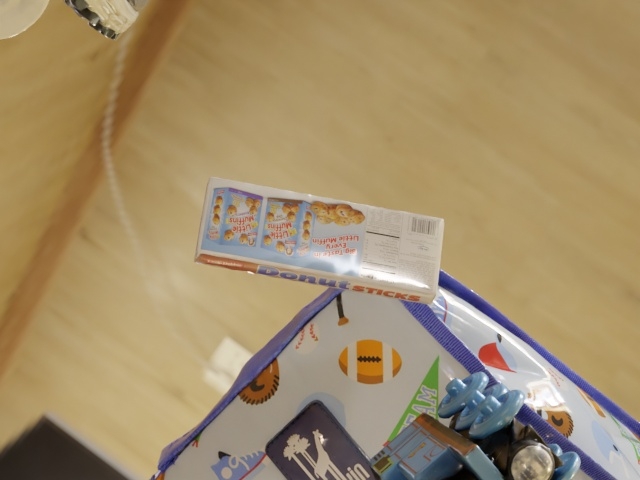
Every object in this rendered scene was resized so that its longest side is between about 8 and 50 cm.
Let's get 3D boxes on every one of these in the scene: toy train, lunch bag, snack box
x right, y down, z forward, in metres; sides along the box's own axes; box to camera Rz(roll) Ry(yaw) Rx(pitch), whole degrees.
[{"bbox_3d":[0.095,0.146,1.099,0.105,0.080,0.184,-42,-173,-4],"label":"toy train"},{"bbox_3d":[0.083,0.225,1.520,0.328,0.385,0.239,-45,-162,15],"label":"lunch bag"},{"bbox_3d":[0.000,0.000,1.275,0.022,0.178,0.064,111,-12,-64],"label":"snack box"}]

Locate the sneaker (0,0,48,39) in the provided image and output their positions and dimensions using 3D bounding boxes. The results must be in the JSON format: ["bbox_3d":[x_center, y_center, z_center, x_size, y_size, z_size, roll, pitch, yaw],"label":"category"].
[{"bbox_3d":[-0.312,-0.308,1.230,0.130,0.236,0.323,-30,140,10],"label":"sneaker"}]

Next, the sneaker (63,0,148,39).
[{"bbox_3d":[-0.109,-0.192,0.805,0.122,0.110,0.283,-41,161,-3],"label":"sneaker"}]
